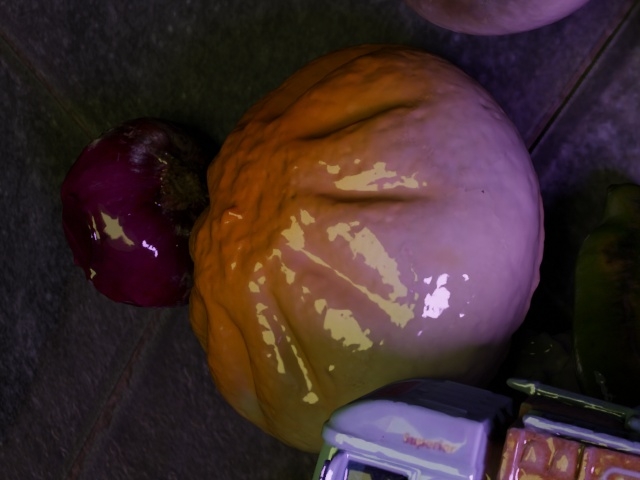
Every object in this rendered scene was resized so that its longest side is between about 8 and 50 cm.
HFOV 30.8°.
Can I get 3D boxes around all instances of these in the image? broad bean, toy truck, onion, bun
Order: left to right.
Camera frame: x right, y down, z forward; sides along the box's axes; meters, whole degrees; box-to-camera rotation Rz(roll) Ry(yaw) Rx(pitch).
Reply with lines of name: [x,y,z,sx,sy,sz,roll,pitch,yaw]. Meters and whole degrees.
onion: [-0.174,-0.007,1.040,0.198,0.135,0.173,-44,69,40]
bun: [0.000,0.000,0.811,0.299,0.165,0.298,-27,54,44]
toy truck: [0.139,0.163,0.628,0.306,0.136,0.162,11,94,18]
broad bean: [0.235,0.099,0.717,0.292,0.144,0.049,53,156,18]

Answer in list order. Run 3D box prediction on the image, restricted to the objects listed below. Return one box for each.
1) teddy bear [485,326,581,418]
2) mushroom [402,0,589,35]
teddy bear: [0.150,0.241,0.777,0.358,0.224,0.367,-6,94,20]
mushroom: [0.091,-0.224,0.715,0.207,0.215,0.207,16,117,33]
